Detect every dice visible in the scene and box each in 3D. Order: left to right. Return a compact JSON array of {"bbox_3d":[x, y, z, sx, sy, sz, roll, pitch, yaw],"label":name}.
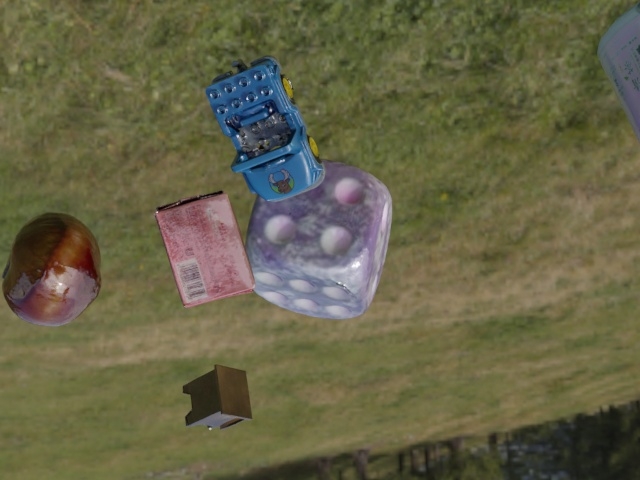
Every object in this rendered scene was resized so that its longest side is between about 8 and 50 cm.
[{"bbox_3d":[0.000,0.000,1.967,0.270,0.271,0.270,11,155,11],"label":"dice"}]

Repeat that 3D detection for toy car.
[{"bbox_3d":[-0.073,-0.134,1.144,0.097,0.191,0.100,-19,-163,17],"label":"toy car"}]

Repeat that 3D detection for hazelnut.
[{"bbox_3d":[-0.463,0.046,1.599,0.178,0.204,0.178,-4,139,-3],"label":"hazelnut"}]

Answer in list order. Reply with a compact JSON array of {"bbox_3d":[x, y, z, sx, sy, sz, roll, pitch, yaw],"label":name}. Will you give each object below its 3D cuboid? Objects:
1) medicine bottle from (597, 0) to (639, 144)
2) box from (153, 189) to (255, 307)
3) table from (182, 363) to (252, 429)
[{"bbox_3d":[0.507,-0.163,1.101,0.245,0.290,0.245,-21,166,-5],"label":"medicine bottle"},{"bbox_3d":[-0.164,0.013,1.299,0.111,0.156,0.060,-15,-178,-8],"label":"box"},{"bbox_3d":[-0.168,0.257,1.467,0.082,0.083,0.070,-28,149,30],"label":"table"}]
